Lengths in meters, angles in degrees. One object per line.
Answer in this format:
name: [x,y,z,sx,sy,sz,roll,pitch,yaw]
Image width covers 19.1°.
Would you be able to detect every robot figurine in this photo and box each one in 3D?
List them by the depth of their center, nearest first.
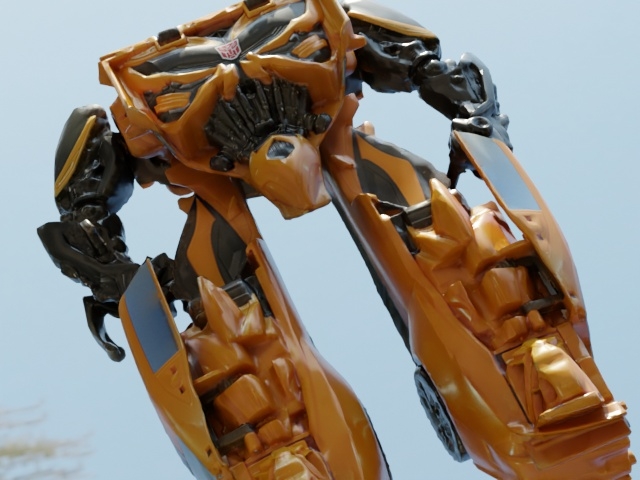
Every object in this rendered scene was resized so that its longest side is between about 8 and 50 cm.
robot figurine: [0.000,0.000,0.779,0.211,0.085,0.291,-23,-127,-7]
